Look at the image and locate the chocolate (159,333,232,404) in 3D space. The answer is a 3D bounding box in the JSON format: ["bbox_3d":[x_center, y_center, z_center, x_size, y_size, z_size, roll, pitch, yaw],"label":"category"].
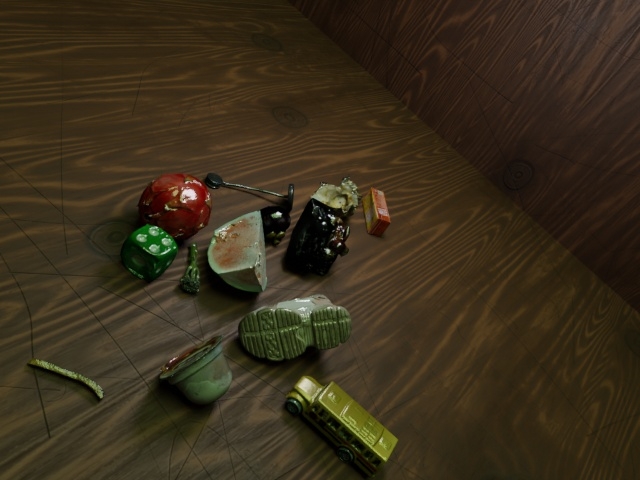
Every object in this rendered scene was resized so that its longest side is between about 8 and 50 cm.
[{"bbox_3d":[-0.318,0.365,1.453,0.147,0.221,0.221,61,38,-10],"label":"chocolate"}]

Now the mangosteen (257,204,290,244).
[{"bbox_3d":[-0.176,-0.058,2.031,0.137,0.137,0.151,-8,88,-40],"label":"mangosteen"}]

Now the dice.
[{"bbox_3d":[-0.529,0.037,1.658,0.128,0.131,0.120,38,39,5],"label":"dice"}]

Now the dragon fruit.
[{"bbox_3d":[-0.479,-0.111,1.779,0.253,0.241,0.240,-5,52,-31],"label":"dragon fruit"}]

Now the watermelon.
[{"bbox_3d":[-0.255,0.036,1.815,0.224,0.180,0.305,31,34,-27],"label":"watermelon"}]

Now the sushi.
[{"bbox_3d":[0.000,0.000,2.042,0.213,0.215,0.227,29,17,-14],"label":"sushi"}]

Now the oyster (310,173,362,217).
[{"bbox_3d":[0.084,-0.190,2.338,0.198,0.133,0.337,36,36,7],"label":"oyster"}]

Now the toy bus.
[{"bbox_3d":[0.060,0.525,1.559,0.336,0.123,0.121,41,38,9],"label":"toy bus"}]

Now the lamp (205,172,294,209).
[{"bbox_3d":[-0.265,-0.229,2.150,0.372,0.108,0.130,22,36,-14],"label":"lamp"}]

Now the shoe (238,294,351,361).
[{"bbox_3d":[-0.089,0.271,1.712,0.351,0.171,0.198,-1,10,-12],"label":"shoe"}]

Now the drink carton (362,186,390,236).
[{"bbox_3d":[0.251,-0.131,2.421,0.071,0.096,0.222,18,40,-20],"label":"drink carton"}]

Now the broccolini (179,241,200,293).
[{"bbox_3d":[-0.429,0.086,1.758,0.067,0.058,0.216,50,14,-41],"label":"broccolini"}]

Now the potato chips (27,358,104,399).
[{"bbox_3d":[-0.633,0.342,1.343,0.204,0.026,0.037,29,51,-7],"label":"potato chips"}]
